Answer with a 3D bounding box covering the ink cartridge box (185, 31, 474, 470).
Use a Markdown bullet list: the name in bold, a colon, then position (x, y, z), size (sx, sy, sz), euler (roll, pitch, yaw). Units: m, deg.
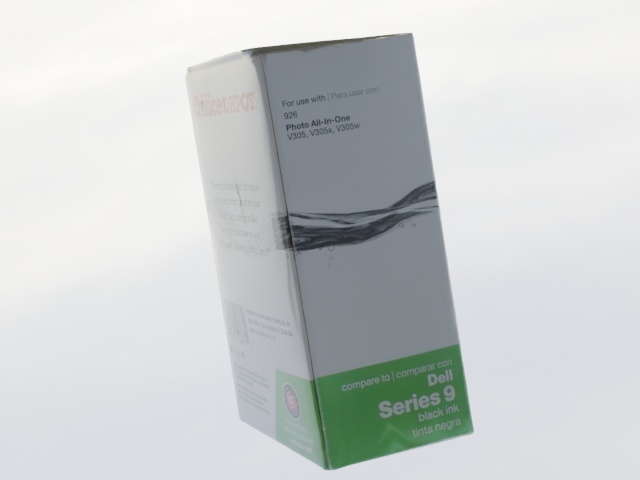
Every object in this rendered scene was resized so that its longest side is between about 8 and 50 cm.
- **ink cartridge box**: position (0.000, 0.000, 1.006), size (0.121, 0.289, 0.211), euler (-11, -173, -19)
